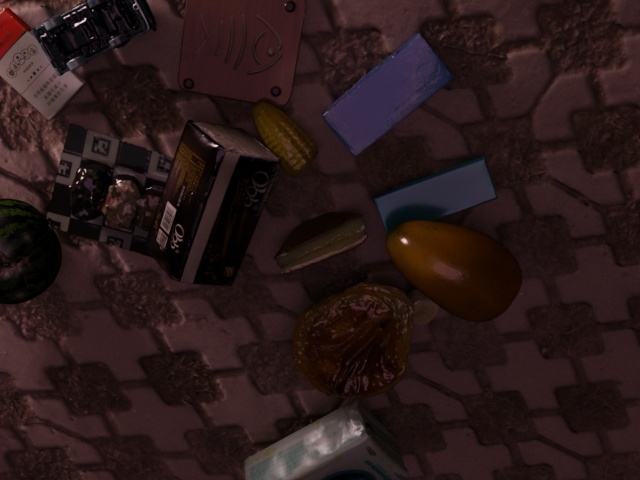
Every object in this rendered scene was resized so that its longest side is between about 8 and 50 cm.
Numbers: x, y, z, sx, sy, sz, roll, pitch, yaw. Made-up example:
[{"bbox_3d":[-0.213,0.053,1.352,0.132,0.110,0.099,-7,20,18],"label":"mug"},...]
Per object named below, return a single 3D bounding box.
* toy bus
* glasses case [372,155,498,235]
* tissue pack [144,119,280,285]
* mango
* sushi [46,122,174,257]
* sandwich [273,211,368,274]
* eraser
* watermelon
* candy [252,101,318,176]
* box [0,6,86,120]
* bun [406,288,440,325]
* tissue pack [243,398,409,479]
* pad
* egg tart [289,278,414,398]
[{"bbox_3d":[-0.510,-0.495,1.689,0.255,0.147,0.128,-22,111,13],"label":"toy bus"},{"bbox_3d":[0.294,-0.116,1.890,0.300,0.070,0.117,-19,105,8],"label":"glasses case"},{"bbox_3d":[-0.275,-0.084,1.789,0.198,0.210,0.370,2,119,-46],"label":"tissue pack"},{"bbox_3d":[0.337,0.067,1.845,0.377,0.264,0.221,26,100,-19],"label":"mango"},{"bbox_3d":[-0.508,-0.094,1.868,0.372,0.100,0.296,18,110,-7],"label":"sushi"},{"bbox_3d":[0.000,0.000,1.915,0.257,0.096,0.094,-22,116,6],"label":"sandwich"},{"bbox_3d":[0.163,-0.356,1.805,0.311,0.043,0.144,-38,108,13],"label":"eraser"},{"bbox_3d":[-0.781,0.026,1.831,0.268,0.269,0.269,0,111,-1],"label":"watermelon"},{"bbox_3d":[-0.096,-0.259,1.816,0.106,0.094,0.199,-36,102,18],"label":"candy"},{"bbox_3d":[-0.705,-0.424,1.773,0.139,0.035,0.245,-42,106,15],"label":"box"},{"bbox_3d":[0.268,0.177,1.999,0.115,0.069,0.115,-11,131,-13],"label":"bun"},{"bbox_3d":[0.019,0.651,2.099,0.388,0.162,0.287,-30,131,11],"label":"tissue pack"},{"bbox_3d":[-0.191,-0.480,1.769,0.283,0.018,0.287,9,112,-5],"label":"pad"},{"bbox_3d":[0.084,0.265,1.986,0.339,0.153,0.352,-4,111,1],"label":"egg tart"}]
